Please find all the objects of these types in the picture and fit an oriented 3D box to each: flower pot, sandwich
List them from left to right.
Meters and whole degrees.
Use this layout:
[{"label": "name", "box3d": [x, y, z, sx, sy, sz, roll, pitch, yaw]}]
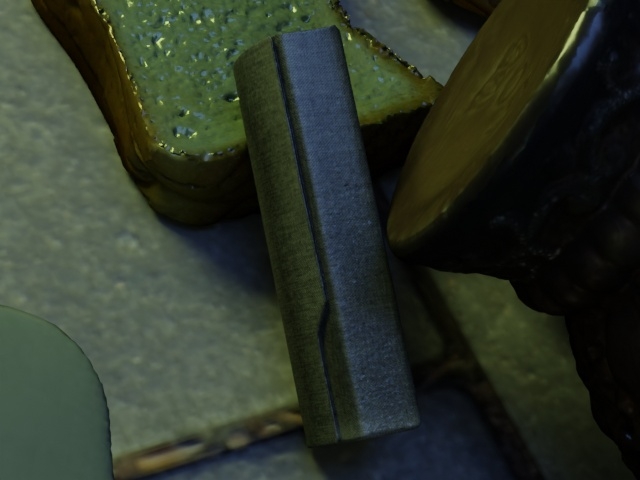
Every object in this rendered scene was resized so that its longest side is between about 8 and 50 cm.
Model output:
[{"label": "sandwich", "box3d": [-0.054, -0.119, 0.986, 0.186, 0.065, 0.215, -14, 60, -26]}, {"label": "flower pot", "box3d": [0.190, -0.010, 0.835, 0.267, 0.266, 0.267, 32, 51, -9]}]

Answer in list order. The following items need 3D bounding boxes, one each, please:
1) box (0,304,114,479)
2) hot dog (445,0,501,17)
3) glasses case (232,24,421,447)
[{"label": "box", "box3d": [-0.263, 0.202, 0.626, 0.395, 0.111, 0.397, 7, 58, -24]}, {"label": "hot dog", "box3d": [0.124, -0.233, 1.119, 0.102, 0.076, 0.249, 27, 51, -2]}, {"label": "glasses case", "box3d": [0.000, 0.000, 0.867, 0.047, 0.071, 0.205, -9, 83, -19]}]
